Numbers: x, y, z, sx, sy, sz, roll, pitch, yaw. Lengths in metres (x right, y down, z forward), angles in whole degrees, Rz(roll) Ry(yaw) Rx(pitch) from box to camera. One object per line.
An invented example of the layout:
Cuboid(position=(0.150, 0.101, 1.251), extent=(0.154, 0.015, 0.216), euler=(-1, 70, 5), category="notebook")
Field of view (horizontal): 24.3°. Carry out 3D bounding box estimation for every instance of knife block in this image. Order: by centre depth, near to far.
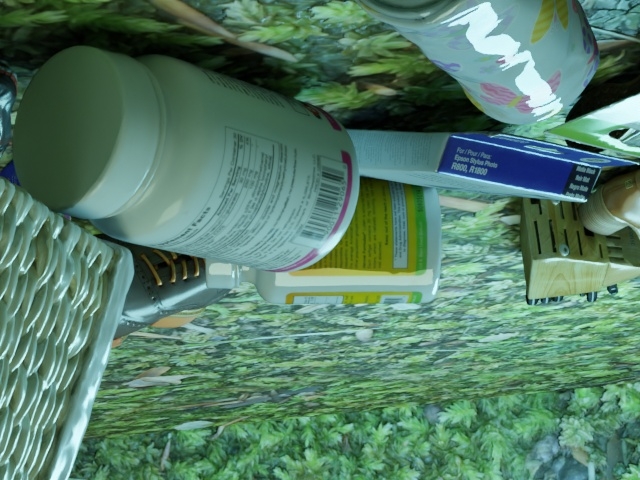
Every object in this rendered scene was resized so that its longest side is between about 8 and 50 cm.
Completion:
Cuboid(position=(0.287, 0.022, 1.881), extent=(0.275, 0.088, 0.242), euler=(6, 160, -39), category="knife block")

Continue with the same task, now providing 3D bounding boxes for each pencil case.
Cuboid(position=(0.113, -0.171, 1.090), extent=(0.124, 0.113, 0.273), euler=(-3, 167, 26), category="pencil case")

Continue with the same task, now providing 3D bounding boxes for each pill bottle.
Cuboid(position=(-0.111, -0.068, 1.276), extent=(0.160, 0.160, 0.283), euler=(-18, 160, 36), category="pill bottle")
Cuboid(position=(0.000, 0.000, 1.594), extent=(0.245, 0.136, 0.136), euler=(0, 164, -4), category="pill bottle")

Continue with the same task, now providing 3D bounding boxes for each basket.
Cuboid(position=(-0.372, 0.095, 1.132), extent=(0.328, 0.331, 0.266), euler=(12, 167, 20), category="basket")

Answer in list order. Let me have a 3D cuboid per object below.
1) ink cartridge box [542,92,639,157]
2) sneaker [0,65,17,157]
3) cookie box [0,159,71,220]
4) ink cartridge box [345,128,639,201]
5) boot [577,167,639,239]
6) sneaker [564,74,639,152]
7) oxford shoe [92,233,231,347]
Cuboid(position=(0.333, -0.155, 1.248), extent=(0.189, 0.097, 0.255), euler=(9, 159, -36), category="ink cartridge box")
Cuboid(position=(-0.285, -0.101, 1.269), extent=(0.061, 0.065, 0.158), euler=(-4, 164, -6), category="sneaker")
Cuboid(position=(-0.285, -0.033, 1.464), extent=(0.040, 0.092, 0.107), euler=(0, 164, -31), category="cookie box")
Cuboid(position=(0.156, -0.072, 1.452), extent=(0.223, 0.045, 0.224), euler=(7, 179, -40), category="ink cartridge box")
Cuboid(position=(0.418, -0.046, 1.732), extent=(0.197, 0.073, 0.152), euler=(1, 159, -33), category="boot")
Cuboid(position=(0.323, -0.126, 1.411), extent=(0.086, 0.064, 0.192), euler=(9, 156, -30), category="sneaker")
Cuboid(position=(-0.191, 0.030, 1.643), extent=(0.132, 0.130, 0.363), euler=(-30, 174, 20), category="oxford shoe")
